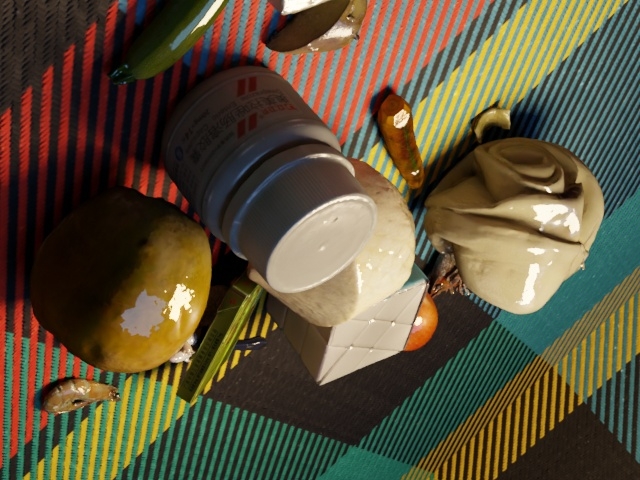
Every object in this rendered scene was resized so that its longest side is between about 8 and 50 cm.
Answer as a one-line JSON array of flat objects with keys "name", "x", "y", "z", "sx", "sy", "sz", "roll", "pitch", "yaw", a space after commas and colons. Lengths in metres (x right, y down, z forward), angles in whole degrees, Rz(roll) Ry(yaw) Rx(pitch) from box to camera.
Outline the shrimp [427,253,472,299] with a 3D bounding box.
[{"name": "shrimp", "x": 0.325, "y": 0.065, "z": 2.521, "sx": 0.145, "sy": 0.116, "sz": 0.343, "roll": 23, "pitch": 115, "yaw": -41}]

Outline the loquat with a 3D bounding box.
[{"name": "loquat", "x": -0.304, "y": 0.064, "z": 1.689, "sx": 0.284, "sy": 0.276, "sz": 0.276, "roll": -61, "pitch": 149, "yaw": -3}]

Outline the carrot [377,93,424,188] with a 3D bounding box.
[{"name": "carrot", "x": 0.159, "y": -0.179, "z": 2.067, "sx": 0.066, "sy": 0.066, "sz": 0.314, "roll": -37, "pitch": 153, "yaw": -4}]

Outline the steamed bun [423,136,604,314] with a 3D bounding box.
[{"name": "steamed bun", "x": 0.411, "y": -0.070, "z": 2.218, "sx": 0.368, "sy": 0.342, "sz": 0.255, "roll": -36, "pitch": 154, "yaw": -38}]

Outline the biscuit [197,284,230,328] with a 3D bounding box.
[{"name": "biscuit", "x": -0.221, "y": 0.129, "z": 2.101, "sx": 0.120, "sy": 0.015, "sz": 0.120, "roll": -27, "pitch": 148, "yaw": -19}]

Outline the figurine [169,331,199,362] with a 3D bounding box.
[{"name": "figurine", "x": -0.311, "y": 0.173, "z": 1.967, "sx": 0.229, "sy": 0.137, "sz": 0.112, "roll": 7, "pitch": 95, "yaw": -56}]

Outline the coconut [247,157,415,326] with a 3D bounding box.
[{"name": "coconut", "x": 0.000, "y": 0.000, "z": 1.905, "sx": 0.329, "sy": 0.329, "sz": 0.329, "roll": -28, "pitch": 148, "yaw": -19}]

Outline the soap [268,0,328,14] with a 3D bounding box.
[{"name": "soap", "x": -0.013, "y": -0.419, "z": 1.539, "sx": 0.121, "sy": 0.064, "sz": 0.183, "roll": -24, "pitch": 146, "yaw": -24}]

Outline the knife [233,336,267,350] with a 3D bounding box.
[{"name": "knife", "x": -0.162, "y": 0.220, "z": 2.288, "sx": 0.121, "sy": 0.018, "sz": 0.031, "roll": 3, "pitch": 137, "yaw": -48}]

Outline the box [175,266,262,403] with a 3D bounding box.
[{"name": "box", "x": -0.176, "y": 0.162, "z": 2.089, "sx": 0.311, "sy": 0.043, "sz": 0.173, "roll": -61, "pitch": 175, "yaw": 35}]

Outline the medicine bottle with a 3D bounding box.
[{"name": "medicine bottle", "x": -0.078, "y": -0.094, "z": 1.665, "sx": 0.245, "sy": 0.306, "sz": 0.245, "roll": -28, "pitch": 149, "yaw": -19}]

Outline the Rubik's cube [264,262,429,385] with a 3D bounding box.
[{"name": "Rubik's cube", "x": 0.047, "y": 0.110, "z": 2.159, "sx": 0.231, "sy": 0.224, "sz": 0.221, "roll": -19, "pitch": 143, "yaw": -29}]

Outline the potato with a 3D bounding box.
[{"name": "potato", "x": 0.014, "y": -0.321, "z": 1.675, "sx": 0.172, "sy": 0.089, "sz": 0.100, "roll": -44, "pitch": 152, "yaw": 5}]

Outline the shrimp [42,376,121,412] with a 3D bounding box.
[{"name": "shrimp", "x": -0.449, "y": 0.300, "z": 2.056, "sx": 0.180, "sy": 0.041, "sz": 0.099, "roll": 7, "pitch": 128, "yaw": -53}]

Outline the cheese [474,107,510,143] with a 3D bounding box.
[{"name": "cheese", "x": 0.350, "y": -0.240, "z": 2.206, "sx": 0.084, "sy": 0.041, "sz": 0.060, "roll": -25, "pitch": 143, "yaw": 6}]

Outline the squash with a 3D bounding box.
[{"name": "squash", "x": -0.194, "y": -0.300, "z": 1.499, "sx": 0.252, "sy": 0.066, "sz": 0.066, "roll": -46, "pitch": 150, "yaw": 13}]

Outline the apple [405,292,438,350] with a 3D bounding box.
[{"name": "apple", "x": 0.189, "y": 0.173, "z": 2.467, "sx": 0.163, "sy": 0.163, "sz": 0.139, "roll": -44, "pitch": 131, "yaw": 9}]
